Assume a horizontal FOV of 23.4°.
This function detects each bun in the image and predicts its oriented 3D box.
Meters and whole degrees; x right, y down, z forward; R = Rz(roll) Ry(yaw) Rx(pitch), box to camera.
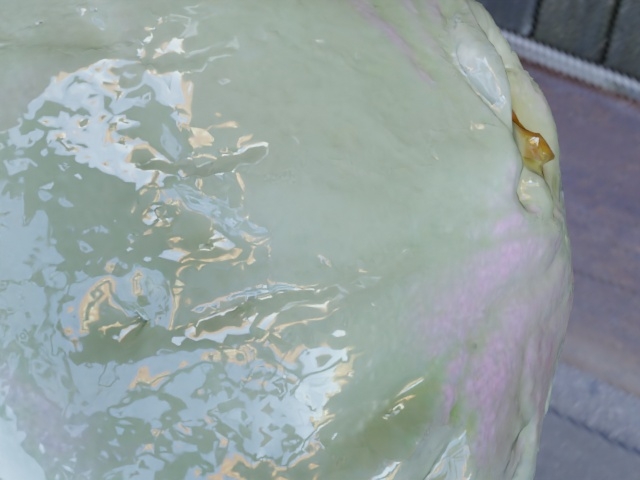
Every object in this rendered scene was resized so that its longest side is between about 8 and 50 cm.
[{"bbox_3d":[0.000,0.000,0.544,0.187,0.293,0.293,-21,97,34],"label":"bun"}]
